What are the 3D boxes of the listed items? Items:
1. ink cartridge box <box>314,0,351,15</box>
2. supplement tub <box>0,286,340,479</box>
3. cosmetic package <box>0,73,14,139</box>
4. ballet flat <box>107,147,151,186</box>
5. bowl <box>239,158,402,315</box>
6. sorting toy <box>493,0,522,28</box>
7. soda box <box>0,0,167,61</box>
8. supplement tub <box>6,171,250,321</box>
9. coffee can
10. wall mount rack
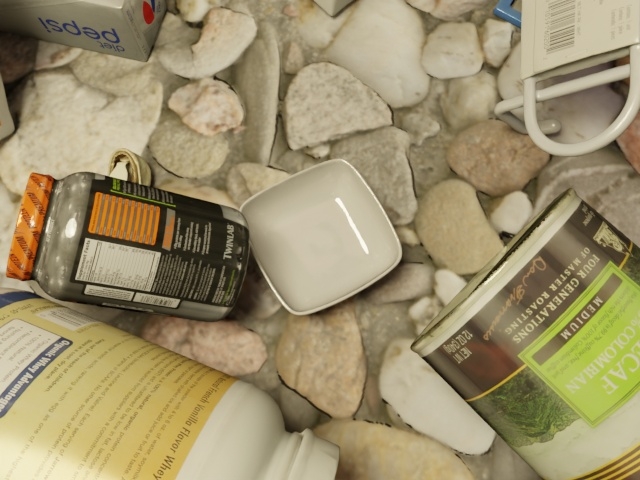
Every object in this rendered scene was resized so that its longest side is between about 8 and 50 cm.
[{"bbox_3d":[-0.059,-0.504,0.603,0.160,0.279,0.384,-43,78,-14],"label":"ink cartridge box"},{"bbox_3d":[-0.164,0.191,0.407,0.316,0.228,0.229,21,73,6],"label":"supplement tub"},{"bbox_3d":[-0.485,-0.099,0.400,0.161,0.230,0.453,26,46,8],"label":"cosmetic package"},{"bbox_3d":[-0.215,-0.019,0.565,0.057,0.052,0.169,-3,73,0],"label":"ballet flat"},{"bbox_3d":[0.000,0.000,0.563,0.141,0.053,0.142,-27,74,-9],"label":"bowl"},{"bbox_3d":[0.344,-0.417,0.706,0.347,0.047,0.196,-40,77,-13],"label":"sorting toy"},{"bbox_3d":[-0.340,-0.303,0.630,0.286,0.098,0.091,13,73,2],"label":"soda box"},{"bbox_3d":[-0.171,0.006,0.489,0.190,0.117,0.117,14,70,-26],"label":"supplement tub"},{"bbox_3d":[0.244,0.121,0.453,0.201,0.201,0.275,-43,77,-13],"label":"coffee can"},{"bbox_3d":[0.327,-0.243,0.520,0.130,0.304,0.351,14,78,-41],"label":"wall mount rack"}]
